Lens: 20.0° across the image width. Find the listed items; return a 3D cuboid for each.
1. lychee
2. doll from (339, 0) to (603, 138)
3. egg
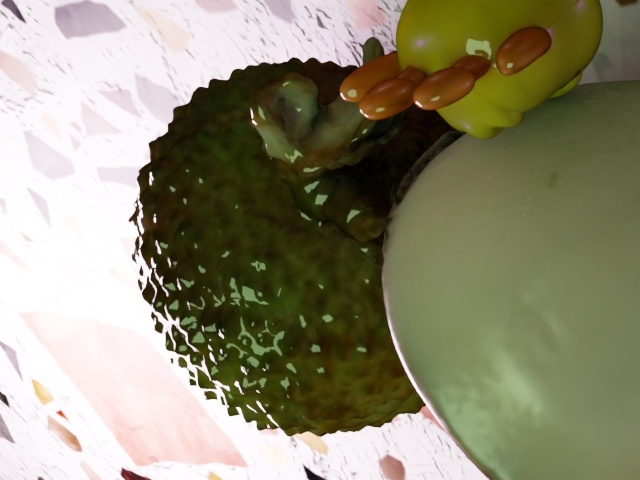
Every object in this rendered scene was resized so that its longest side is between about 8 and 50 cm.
[{"bbox_3d":[0.000,0.004,1.230,0.270,0.270,0.320,45,-178,1],"label":"lychee"},{"bbox_3d":[0.104,-0.138,1.006,0.143,0.221,0.135,0,129,50],"label":"doll"},{"bbox_3d":[0.180,0.018,1.032,0.264,0.286,0.174,43,140,-2],"label":"egg"}]
